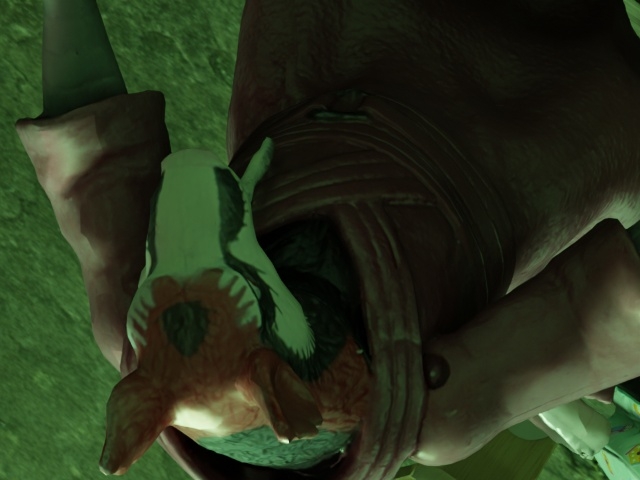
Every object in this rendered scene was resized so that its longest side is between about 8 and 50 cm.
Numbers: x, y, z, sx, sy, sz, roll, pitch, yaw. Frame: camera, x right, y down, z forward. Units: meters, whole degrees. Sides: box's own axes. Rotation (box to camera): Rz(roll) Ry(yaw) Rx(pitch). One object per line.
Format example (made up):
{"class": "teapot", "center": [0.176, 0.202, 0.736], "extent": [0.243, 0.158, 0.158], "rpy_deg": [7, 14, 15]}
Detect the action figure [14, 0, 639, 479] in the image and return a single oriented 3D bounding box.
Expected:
{"class": "action figure", "center": [0.000, 0.000, 0.653], "extent": [0.248, 0.275, 0.370], "rpy_deg": [22, -151, 10]}

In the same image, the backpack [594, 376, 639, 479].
{"class": "backpack", "center": [0.275, 0.144, 1.257], "extent": [0.188, 0.144, 0.166], "rpy_deg": [37, 177, -6]}

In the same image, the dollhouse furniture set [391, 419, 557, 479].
{"class": "dollhouse furniture set", "center": [0.205, 0.142, 0.779], "extent": [0.303, 0.174, 0.355], "rpy_deg": [34, 165, -3]}
